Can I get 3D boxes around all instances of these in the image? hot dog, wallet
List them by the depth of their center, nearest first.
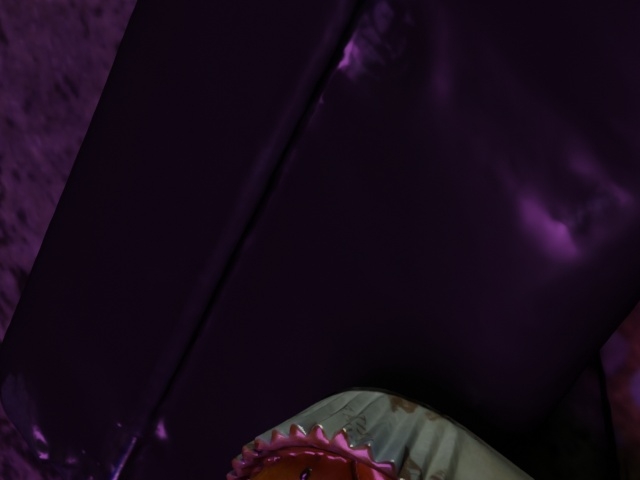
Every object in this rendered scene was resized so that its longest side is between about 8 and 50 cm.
[{"bbox_3d":[0.072,0.144,0.660,0.253,0.069,0.131,40,133,-11],"label":"hot dog"},{"bbox_3d":[0.000,0.000,0.693,0.228,0.062,0.406,42,134,14],"label":"wallet"}]
